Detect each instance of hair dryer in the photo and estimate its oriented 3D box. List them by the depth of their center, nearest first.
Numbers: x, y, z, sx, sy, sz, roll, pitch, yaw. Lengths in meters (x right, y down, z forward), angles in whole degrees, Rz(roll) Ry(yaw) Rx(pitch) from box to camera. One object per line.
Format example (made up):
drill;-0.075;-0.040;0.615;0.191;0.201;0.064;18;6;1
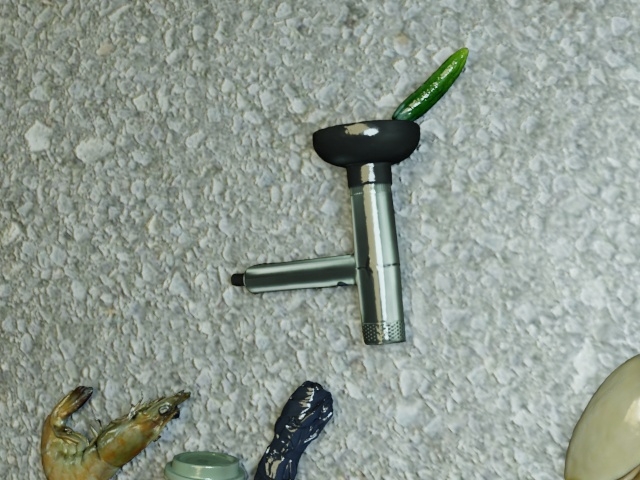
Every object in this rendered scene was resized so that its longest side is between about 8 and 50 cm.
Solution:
hair dryer;-0.006;-0.016;1.522;0.284;0.156;0.320;4;90;12

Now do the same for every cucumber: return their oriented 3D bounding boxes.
cucumber;0.161;-0.219;1.549;0.168;0.039;0.039;-46;67;3

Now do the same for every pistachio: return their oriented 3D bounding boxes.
pistachio;0.396;0.233;1.321;0.144;0.144;0.215;44;103;23

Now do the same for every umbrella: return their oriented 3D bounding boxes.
umbrella;-0.060;0.319;1.521;0.071;0.071;0.248;31;91;24

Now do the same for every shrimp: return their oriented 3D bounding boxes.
shrimp;-0.334;0.282;1.649;0.296;0.058;0.169;-38;66;15

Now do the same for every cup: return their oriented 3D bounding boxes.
cup;-0.172;0.387;1.534;0.120;0.120;0.141;4;93;23
